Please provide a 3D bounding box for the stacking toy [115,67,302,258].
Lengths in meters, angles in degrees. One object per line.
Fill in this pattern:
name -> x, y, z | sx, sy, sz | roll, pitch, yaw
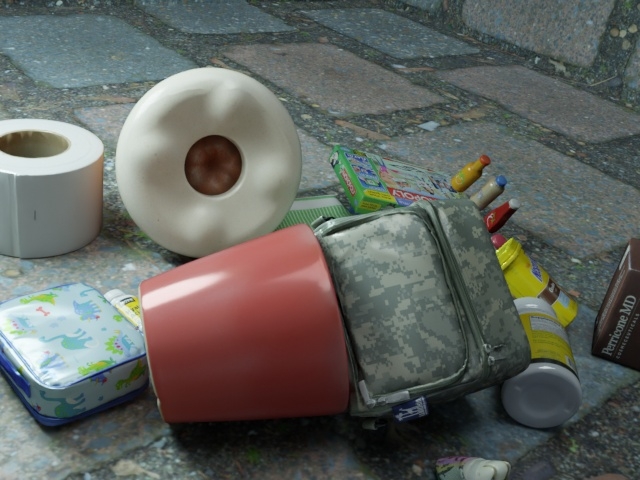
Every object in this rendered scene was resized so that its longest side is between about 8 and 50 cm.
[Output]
stacking toy -> -0.274, -0.177, 1.531 | 0.350, 0.351, 0.480 | -4, 13, -23

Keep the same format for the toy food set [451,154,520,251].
toy food set -> 0.348, -0.057, 1.549 | 0.111, 0.104, 0.232 | 18, 52, -20

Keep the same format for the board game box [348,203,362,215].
board game box -> 0.140, -0.093, 1.662 | 0.136, 0.035, 0.201 | 23, 29, -5

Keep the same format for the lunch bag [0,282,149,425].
lunch bag -> -0.361, 0.154, 1.048 | 0.176, 0.090, 0.219 | -19, 40, -42

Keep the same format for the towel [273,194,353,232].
towel -> 0.000, 0.000, 1.485 | 0.248, 0.038, 0.325 | -6, 33, -28

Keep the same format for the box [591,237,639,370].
box -> 0.691, 0.157, 1.278 | 0.381, 0.191, 0.143 | 19, 31, 16

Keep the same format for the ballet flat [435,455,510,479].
ballet flat -> 0.235, 0.333, 0.939 | 0.077, 0.079, 0.221 | -11, 36, -31

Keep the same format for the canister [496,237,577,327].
canister -> 0.383, 0.084, 1.349 | 0.170, 0.073, 0.126 | 45, 21, 5

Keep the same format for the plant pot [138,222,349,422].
plant pot -> -0.112, 0.129, 1.021 | 0.243, 0.275, 0.275 | -11, 34, -10

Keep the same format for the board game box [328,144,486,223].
board game box -> 0.192, -0.108, 1.643 | 0.317, 0.046, 0.213 | 11, 31, -25

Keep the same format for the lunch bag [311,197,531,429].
lunch bag -> 0.124, 0.102, 1.081 | 0.256, 0.212, 0.305 | -7, 72, -29

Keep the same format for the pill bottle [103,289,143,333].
pill bottle -> -0.293, 0.124, 1.147 | 0.116, 0.065, 0.065 | 32, 36, 34

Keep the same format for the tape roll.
tape roll -> -0.526, -0.102, 1.362 | 0.246, 0.169, 0.246 | 8, 29, -4

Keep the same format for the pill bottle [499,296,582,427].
pill bottle -> 0.342, 0.187, 1.185 | 0.119, 0.119, 0.208 | 12, 29, 3
